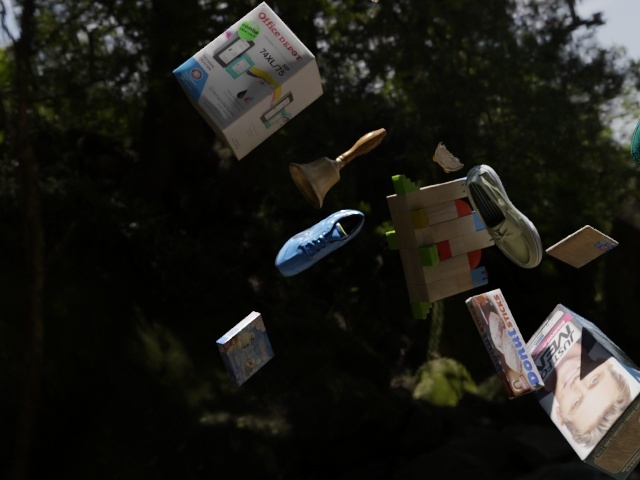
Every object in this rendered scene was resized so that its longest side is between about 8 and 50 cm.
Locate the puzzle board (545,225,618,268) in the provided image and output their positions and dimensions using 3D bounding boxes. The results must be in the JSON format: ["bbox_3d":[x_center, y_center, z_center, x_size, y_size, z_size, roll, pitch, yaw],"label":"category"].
[{"bbox_3d":[0.510,0.012,1.663,0.096,0.011,0.128,-37,-38,30],"label":"puzzle board"}]

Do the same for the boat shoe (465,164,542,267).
[{"bbox_3d":[0.448,-0.045,2.135,0.109,0.302,0.094,-28,13,39],"label":"boat shoe"}]

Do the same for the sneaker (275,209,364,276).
[{"bbox_3d":[0.000,0.000,1.723,0.209,0.069,0.082,-33,4,-20],"label":"sneaker"}]

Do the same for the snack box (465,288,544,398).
[{"bbox_3d":[0.307,0.171,1.425,0.064,0.178,0.022,-14,-18,-27],"label":"snack box"}]

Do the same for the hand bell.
[{"bbox_3d":[0.059,-0.191,2.017,0.242,0.126,0.126,-34,8,-13],"label":"hand bell"}]

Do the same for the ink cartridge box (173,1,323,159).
[{"bbox_3d":[-0.162,-0.370,2.001,0.270,0.198,0.197,-39,-15,-5],"label":"ink cartridge box"}]

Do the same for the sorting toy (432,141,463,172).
[{"bbox_3d":[0.325,-0.214,2.174,0.045,0.083,0.075,-44,3,30],"label":"sorting toy"}]

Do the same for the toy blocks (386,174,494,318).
[{"bbox_3d":[0.340,-0.008,2.271,0.261,0.381,0.191,-15,4,-26],"label":"toy blocks"}]

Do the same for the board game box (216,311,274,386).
[{"bbox_3d":[-0.123,0.180,1.420,0.020,0.090,0.090,11,38,41],"label":"board game box"}]

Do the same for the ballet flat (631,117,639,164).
[{"bbox_3d":[0.707,-0.276,1.684,0.096,0.280,0.095,-3,28,-47],"label":"ballet flat"}]

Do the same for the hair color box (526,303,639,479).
[{"bbox_3d":[0.514,0.279,1.638,0.174,0.105,0.347,-56,20,12],"label":"hair color box"}]

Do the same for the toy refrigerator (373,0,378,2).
[{"bbox_3d":[0.164,-0.704,1.993,0.269,0.094,0.102,-56,20,34],"label":"toy refrigerator"}]
